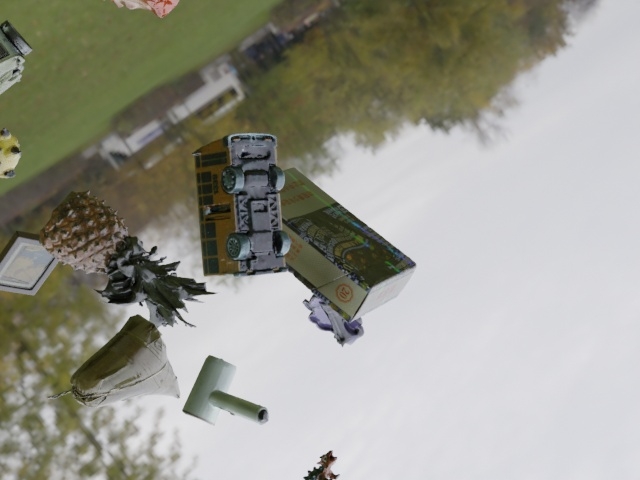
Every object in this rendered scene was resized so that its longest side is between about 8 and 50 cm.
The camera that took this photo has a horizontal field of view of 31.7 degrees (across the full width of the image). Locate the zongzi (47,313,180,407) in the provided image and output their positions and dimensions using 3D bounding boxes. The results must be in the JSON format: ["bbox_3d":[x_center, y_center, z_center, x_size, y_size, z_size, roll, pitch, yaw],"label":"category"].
[{"bbox_3d":[-0.292,0.230,1.676,0.081,0.178,0.189,18,-131,36],"label":"zongzi"}]

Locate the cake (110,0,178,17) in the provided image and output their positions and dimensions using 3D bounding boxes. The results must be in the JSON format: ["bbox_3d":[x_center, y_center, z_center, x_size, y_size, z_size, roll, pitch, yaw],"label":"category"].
[{"bbox_3d":[-0.244,-0.428,1.159,0.270,0.319,0.269,-58,159,-6],"label":"cake"}]

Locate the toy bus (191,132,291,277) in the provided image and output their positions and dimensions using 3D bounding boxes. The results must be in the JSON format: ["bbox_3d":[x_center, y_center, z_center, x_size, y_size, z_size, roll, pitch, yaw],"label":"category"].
[{"bbox_3d":[-0.106,-0.045,1.468,0.091,0.182,0.103,-5,180,-43],"label":"toy bus"}]

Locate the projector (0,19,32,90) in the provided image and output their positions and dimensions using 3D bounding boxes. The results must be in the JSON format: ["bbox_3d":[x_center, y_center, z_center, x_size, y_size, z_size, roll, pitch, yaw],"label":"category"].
[{"bbox_3d":[-0.550,-0.263,1.795,0.193,0.088,0.269,-39,-169,-2],"label":"projector"}]

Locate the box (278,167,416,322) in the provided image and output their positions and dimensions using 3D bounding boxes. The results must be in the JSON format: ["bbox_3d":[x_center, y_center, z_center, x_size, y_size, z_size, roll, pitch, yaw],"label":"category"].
[{"bbox_3d":[0.000,0.000,2.012,0.198,0.310,0.084,-22,147,-59],"label":"box"}]

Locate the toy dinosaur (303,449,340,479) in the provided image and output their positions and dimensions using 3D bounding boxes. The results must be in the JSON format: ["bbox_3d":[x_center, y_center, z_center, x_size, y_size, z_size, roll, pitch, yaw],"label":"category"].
[{"bbox_3d":[-0.007,0.443,2.043,0.154,0.055,0.049,-62,162,20],"label":"toy dinosaur"}]

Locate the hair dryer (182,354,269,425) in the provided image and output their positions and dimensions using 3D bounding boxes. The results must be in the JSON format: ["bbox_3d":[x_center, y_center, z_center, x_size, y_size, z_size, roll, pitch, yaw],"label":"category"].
[{"bbox_3d":[-0.175,0.311,2.224,0.236,0.073,0.131,10,-107,53],"label":"hair dryer"}]

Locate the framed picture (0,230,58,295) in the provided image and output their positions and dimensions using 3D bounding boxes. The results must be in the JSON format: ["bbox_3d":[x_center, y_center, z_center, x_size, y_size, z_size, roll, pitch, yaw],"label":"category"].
[{"bbox_3d":[-0.658,0.052,2.515,0.127,0.023,0.168,13,128,-42],"label":"framed picture"}]

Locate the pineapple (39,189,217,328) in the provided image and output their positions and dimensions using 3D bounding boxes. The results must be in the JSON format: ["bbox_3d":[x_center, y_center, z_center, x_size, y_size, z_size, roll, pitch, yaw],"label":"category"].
[{"bbox_3d":[-0.384,0.057,2.231,0.165,0.364,0.165,-51,179,-2],"label":"pineapple"}]

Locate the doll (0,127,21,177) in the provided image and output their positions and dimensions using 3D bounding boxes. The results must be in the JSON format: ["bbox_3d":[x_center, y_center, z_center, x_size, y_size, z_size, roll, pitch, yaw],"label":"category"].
[{"bbox_3d":[-0.722,-0.150,2.385,0.291,0.117,0.086,-30,174,39],"label":"doll"}]

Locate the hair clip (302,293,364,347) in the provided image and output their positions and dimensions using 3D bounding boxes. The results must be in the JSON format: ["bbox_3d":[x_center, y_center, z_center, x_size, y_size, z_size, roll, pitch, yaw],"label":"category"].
[{"bbox_3d":[0.029,0.186,2.639,0.124,0.195,0.052,-12,-135,20],"label":"hair clip"}]
